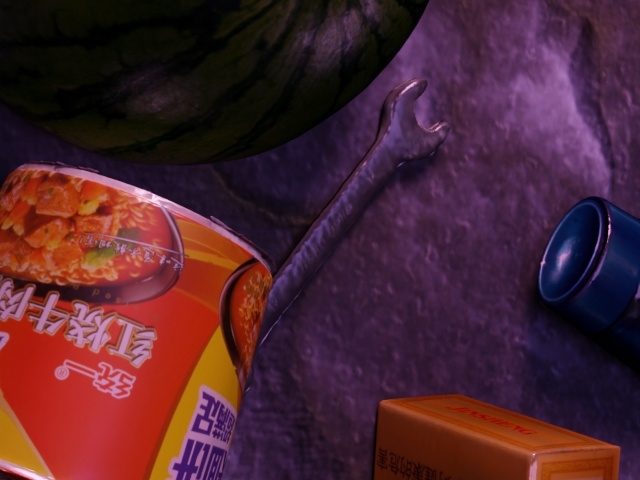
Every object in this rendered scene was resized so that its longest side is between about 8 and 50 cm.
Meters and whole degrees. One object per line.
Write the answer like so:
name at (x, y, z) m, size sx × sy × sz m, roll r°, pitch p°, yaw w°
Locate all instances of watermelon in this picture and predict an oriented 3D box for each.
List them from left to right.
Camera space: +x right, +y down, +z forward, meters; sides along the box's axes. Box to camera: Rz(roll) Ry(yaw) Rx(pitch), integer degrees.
watermelon at (-0.053, -0.202, 1.077) m, size 0.330 × 0.189 × 0.331 m, roll -3°, pitch 95°, yaw -36°

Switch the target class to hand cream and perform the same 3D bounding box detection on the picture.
hand cream at (0.263, 0.060, 1.390) m, size 0.270 × 0.061 × 0.120 m, roll 30°, pitch 76°, yaw -39°

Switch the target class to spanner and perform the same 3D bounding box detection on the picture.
spanner at (0.000, 0.000, 1.233) m, size 0.054 × 0.015 × 0.254 m, roll 46°, pitch 73°, yaw -29°

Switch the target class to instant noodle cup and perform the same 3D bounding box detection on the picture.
instant noodle cup at (-0.130, 0.064, 1.065) m, size 0.213 × 0.213 × 0.174 m, roll 29°, pitch 74°, yaw -32°

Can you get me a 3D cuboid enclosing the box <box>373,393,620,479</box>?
box at (0.103, 0.251, 1.244) m, size 0.076 × 0.174 × 0.274 m, roll 0°, pitch 97°, yaw -31°
